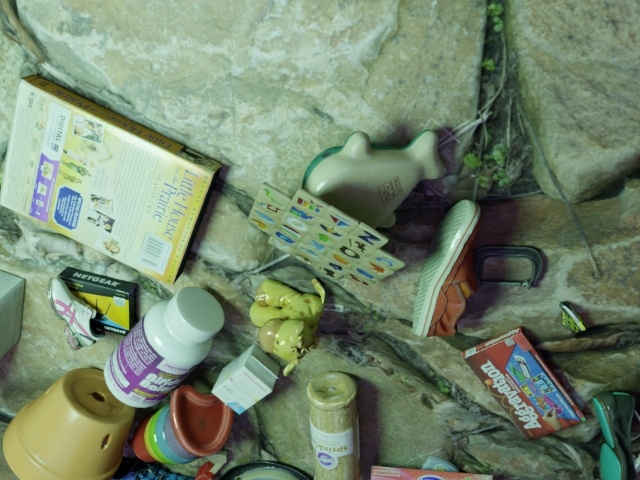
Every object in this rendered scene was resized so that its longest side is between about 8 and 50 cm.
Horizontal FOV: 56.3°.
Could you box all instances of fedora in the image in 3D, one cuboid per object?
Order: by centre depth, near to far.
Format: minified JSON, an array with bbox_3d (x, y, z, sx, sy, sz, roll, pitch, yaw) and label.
[{"bbox_3d":[-0.154,0.755,1.619,0.334,0.152,0.334,5,120,9],"label":"fedora"}]

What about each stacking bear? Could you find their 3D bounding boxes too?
[{"bbox_3d":[-0.373,0.485,1.511,0.175,0.164,0.289,22,143,-39],"label":"stacking bear"}]

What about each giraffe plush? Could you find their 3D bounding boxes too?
[{"bbox_3d":[-0.065,0.194,1.282,0.210,0.170,0.181,-10,115,17],"label":"giraffe plush"}]

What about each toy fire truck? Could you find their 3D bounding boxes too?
[{"bbox_3d":[-0.296,0.568,1.607,0.192,0.047,0.135,-37,106,26],"label":"toy fire truck"}]

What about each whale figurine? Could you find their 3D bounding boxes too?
[{"bbox_3d":[0.093,-0.121,1.118,0.272,0.141,0.216,-27,127,0],"label":"whale figurine"}]

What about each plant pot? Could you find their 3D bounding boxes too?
[{"bbox_3d":[-0.602,0.459,1.499,0.291,0.291,0.203,34,102,-8],"label":"plant pot"}]

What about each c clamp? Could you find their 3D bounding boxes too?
[{"bbox_3d":[0.367,0.070,1.213,0.160,0.022,0.137,-4,112,16],"label":"c clamp"}]

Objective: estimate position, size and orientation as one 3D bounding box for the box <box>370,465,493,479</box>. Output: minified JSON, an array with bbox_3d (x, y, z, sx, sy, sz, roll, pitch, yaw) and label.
[{"bbox_3d":[0.271,0.660,1.463,0.299,0.154,0.142,0,135,13],"label":"box"}]

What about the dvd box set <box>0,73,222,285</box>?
[{"bbox_3d":[-0.448,-0.117,1.257,0.420,0.062,0.308,25,120,-2],"label":"dvd box set"}]

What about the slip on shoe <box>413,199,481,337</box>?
[{"bbox_3d":[0.263,0.063,1.178,0.101,0.123,0.331,8,125,-1],"label":"slip on shoe"}]

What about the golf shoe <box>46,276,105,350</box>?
[{"bbox_3d":[-0.567,0.161,1.386,0.086,0.067,0.186,-20,114,-7],"label":"golf shoe"}]

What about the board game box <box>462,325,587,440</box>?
[{"bbox_3d":[0.453,0.323,1.328,0.145,0.027,0.281,-32,108,26],"label":"board game box"}]

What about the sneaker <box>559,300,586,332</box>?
[{"bbox_3d":[0.509,0.160,1.223,0.035,0.031,0.083,-35,106,26],"label":"sneaker"}]

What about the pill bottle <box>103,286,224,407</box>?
[{"bbox_3d":[-0.353,0.242,1.371,0.169,0.169,0.301,39,119,-10],"label":"pill bottle"}]

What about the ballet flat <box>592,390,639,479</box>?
[{"bbox_3d":[0.670,0.450,1.317,0.096,0.095,0.280,-14,115,6],"label":"ballet flat"}]

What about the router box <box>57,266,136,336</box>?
[{"bbox_3d":[-0.531,0.147,1.427,0.178,0.046,0.133,13,120,5],"label":"router box"}]

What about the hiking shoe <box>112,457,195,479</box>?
[{"bbox_3d":[-0.482,0.675,1.667,0.304,0.113,0.132,-1,119,12],"label":"hiking shoe"}]

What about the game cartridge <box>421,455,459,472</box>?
[{"bbox_3d":[0.302,0.573,1.503,0.083,0.017,0.056,23,117,-1],"label":"game cartridge"}]

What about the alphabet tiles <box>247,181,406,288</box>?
[{"bbox_3d":[0.000,0.000,1.129,0.285,0.011,0.342,29,161,-5],"label":"alphabet tiles"}]

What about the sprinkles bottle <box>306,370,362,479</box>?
[{"bbox_3d":[0.036,0.490,1.453,0.121,0.121,0.355,2,118,11],"label":"sprinkles bottle"}]

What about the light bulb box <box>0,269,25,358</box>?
[{"bbox_3d":[-0.947,0.200,1.362,0.358,0.361,0.225,21,120,1],"label":"light bulb box"}]

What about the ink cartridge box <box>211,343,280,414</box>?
[{"bbox_3d":[-0.169,0.326,1.423,0.092,0.090,0.143,44,117,-13],"label":"ink cartridge box"}]
